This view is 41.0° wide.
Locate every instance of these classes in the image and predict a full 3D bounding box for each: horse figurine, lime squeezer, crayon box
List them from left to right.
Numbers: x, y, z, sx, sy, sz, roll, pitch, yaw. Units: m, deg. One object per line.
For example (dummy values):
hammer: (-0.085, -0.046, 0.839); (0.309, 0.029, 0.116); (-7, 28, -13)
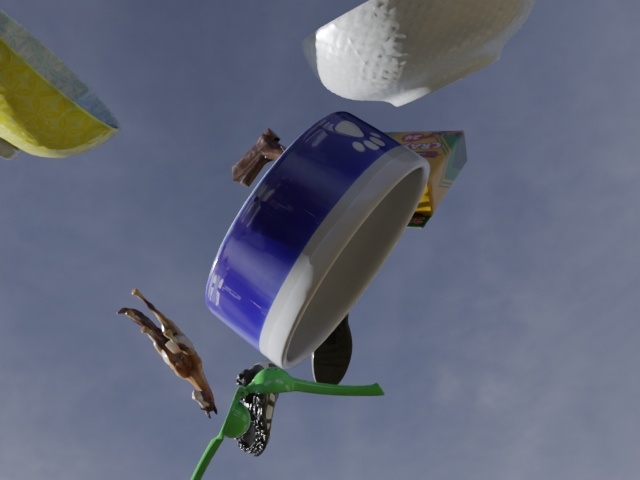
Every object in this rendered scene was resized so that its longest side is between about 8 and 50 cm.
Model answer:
horse figurine: (-0.267, 0.183, 1.505); (0.066, 0.263, 0.174); (-42, -54, -12)
lime squeezer: (-0.079, 0.233, 1.104); (0.310, 0.059, 0.110); (-32, -78, -6)
crayon box: (0.158, -0.129, 1.722); (0.202, 0.318, 0.081); (2, -61, 24)

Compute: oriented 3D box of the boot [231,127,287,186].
boot: (-0.103, -0.130, 1.545); (0.114, 0.106, 0.037); (-45, -32, 12)

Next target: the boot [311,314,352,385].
boot: (0.001, 0.182, 1.841); (0.085, 0.178, 0.236); (0, -84, -18)

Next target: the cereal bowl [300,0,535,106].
cereal bowl: (0.150, -0.283, 1.190); (0.339, 0.339, 0.141); (-26, -82, 0)

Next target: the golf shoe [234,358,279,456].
golf shoe: (-0.108, 0.308, 1.580); (0.094, 0.077, 0.198); (-39, -36, -53)

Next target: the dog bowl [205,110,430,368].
dog bowl: (0.000, 0.000, 0.907); (0.265, 0.104, 0.265); (-51, -14, -17)

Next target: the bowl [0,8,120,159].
bowl: (-0.473, -0.220, 1.339); (0.156, 0.289, 0.289); (-44, -43, 4)
